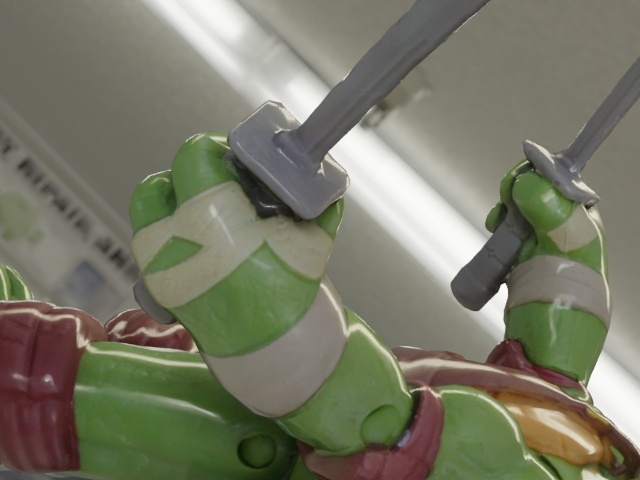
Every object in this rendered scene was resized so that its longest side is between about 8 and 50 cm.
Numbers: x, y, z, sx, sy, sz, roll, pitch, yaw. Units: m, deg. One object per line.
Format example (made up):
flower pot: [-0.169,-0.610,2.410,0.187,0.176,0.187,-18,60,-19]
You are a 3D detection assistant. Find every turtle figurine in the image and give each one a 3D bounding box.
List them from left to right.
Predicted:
turtle figurine: [0.000,0.000,0.462,0.266,0.198,0.274,1,-61,20]
